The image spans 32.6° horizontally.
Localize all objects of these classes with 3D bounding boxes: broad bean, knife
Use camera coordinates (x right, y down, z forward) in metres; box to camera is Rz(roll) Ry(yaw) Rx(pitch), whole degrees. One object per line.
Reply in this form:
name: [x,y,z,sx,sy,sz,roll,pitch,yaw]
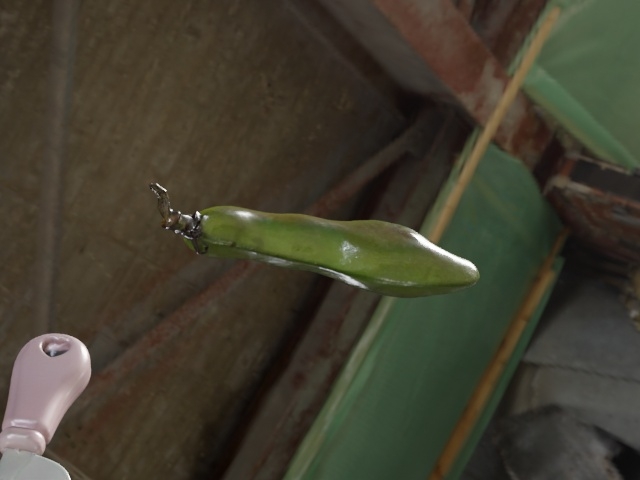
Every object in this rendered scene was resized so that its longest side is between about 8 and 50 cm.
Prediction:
broad bean: [-0.002,0.007,0.957,0.325,0.075,0.067,8,-91,-21]
knife: [-0.252,0.205,0.936,0.336,0.081,0.043,-87,4,-51]
